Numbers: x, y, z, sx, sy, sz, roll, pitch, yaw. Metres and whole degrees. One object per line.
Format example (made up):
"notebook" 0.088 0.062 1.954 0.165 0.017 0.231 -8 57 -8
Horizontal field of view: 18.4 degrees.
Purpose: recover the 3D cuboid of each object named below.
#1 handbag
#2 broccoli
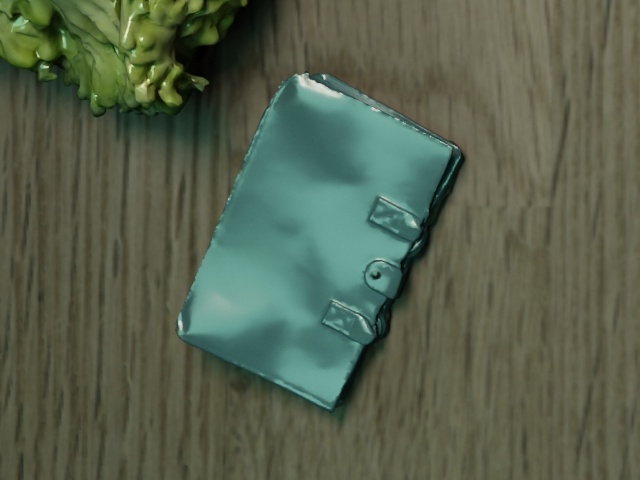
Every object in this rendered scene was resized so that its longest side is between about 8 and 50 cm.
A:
"handbag" 0.000 0.000 1.438 0.144 0.057 0.221 27 102 12
"broccoli" -0.208 -0.233 1.380 0.293 0.281 0.348 -27 83 7
